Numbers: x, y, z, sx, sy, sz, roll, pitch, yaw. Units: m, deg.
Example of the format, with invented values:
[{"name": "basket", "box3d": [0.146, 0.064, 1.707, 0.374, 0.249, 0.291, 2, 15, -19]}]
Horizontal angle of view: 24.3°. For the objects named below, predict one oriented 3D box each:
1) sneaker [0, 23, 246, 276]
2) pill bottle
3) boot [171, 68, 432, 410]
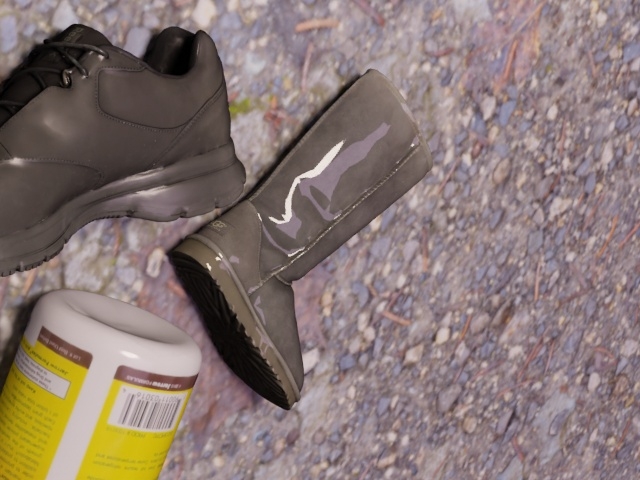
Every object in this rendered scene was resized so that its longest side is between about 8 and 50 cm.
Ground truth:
[{"name": "sneaker", "box3d": [-0.169, -0.061, 0.904, 0.286, 0.109, 0.130, -23, 118, -45]}, {"name": "pill bottle", "box3d": [-0.167, 0.149, 0.985, 0.117, 0.117, 0.215, 15, 100, -46]}, {"name": "boot", "box3d": [0.002, 0.001, 1.111, 0.208, 0.076, 0.190, -45, 136, -26]}]
